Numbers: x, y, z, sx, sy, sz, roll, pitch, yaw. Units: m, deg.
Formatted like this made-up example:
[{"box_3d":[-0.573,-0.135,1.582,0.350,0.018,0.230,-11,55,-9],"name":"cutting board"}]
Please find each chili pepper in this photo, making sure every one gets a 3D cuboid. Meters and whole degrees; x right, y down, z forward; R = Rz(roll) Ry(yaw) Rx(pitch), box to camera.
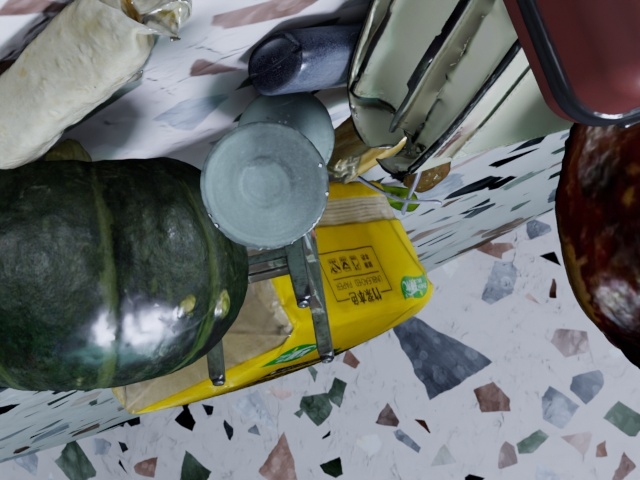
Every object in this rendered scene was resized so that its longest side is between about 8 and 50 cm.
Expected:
[{"box_3d":[0.081,-0.057,1.909,0.201,0.050,0.052,-12,-178,-43],"name":"chili pepper"}]

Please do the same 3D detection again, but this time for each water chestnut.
[{"box_3d":[0.371,-0.042,0.983,0.335,0.335,0.347,-17,176,-37],"name":"water chestnut"}]

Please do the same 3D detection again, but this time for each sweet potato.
[{"box_3d":[0.155,-0.109,1.775,0.068,0.060,0.206,-57,175,-26],"name":"sweet potato"}]

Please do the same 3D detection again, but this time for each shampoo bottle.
[{"box_3d":[0.039,-0.170,1.141,0.233,0.049,0.087,-14,173,-46],"name":"shampoo bottle"}]

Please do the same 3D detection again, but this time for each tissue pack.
[{"box_3d":[-0.077,0.066,1.648,0.293,0.228,0.382,-27,170,29],"name":"tissue pack"}]

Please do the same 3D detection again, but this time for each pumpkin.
[{"box_3d":[-0.206,0.017,1.052,0.300,0.207,0.300,0,180,0],"name":"pumpkin"}]

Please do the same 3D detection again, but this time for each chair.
[{"box_3d":[-0.076,-0.007,1.282,0.136,0.270,0.147,-12,147,6],"name":"chair"}]

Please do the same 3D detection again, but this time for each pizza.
[{"box_3d":[0.057,-0.115,1.286,0.181,0.034,0.262,-45,-164,-25],"name":"pizza"}]

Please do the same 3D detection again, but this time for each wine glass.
[{"box_3d":[0.000,0.000,1.095,0.096,0.264,0.309,-25,-170,7],"name":"wine glass"}]

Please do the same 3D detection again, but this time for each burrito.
[{"box_3d":[-0.174,-0.117,0.874,0.226,0.060,0.087,-30,173,39],"name":"burrito"}]

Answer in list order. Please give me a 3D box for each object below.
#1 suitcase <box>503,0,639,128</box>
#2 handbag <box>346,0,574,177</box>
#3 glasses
[{"box_3d":[0.259,-0.224,0.824,0.297,0.236,0.161,-23,-179,-8],"name":"suitcase"},{"box_3d":[0.217,-0.192,1.089,0.358,0.160,0.237,-18,154,-33],"name":"handbag"},{"box_3d":[0.107,-0.082,1.650,0.140,0.104,0.062,-25,173,31],"name":"glasses"}]
